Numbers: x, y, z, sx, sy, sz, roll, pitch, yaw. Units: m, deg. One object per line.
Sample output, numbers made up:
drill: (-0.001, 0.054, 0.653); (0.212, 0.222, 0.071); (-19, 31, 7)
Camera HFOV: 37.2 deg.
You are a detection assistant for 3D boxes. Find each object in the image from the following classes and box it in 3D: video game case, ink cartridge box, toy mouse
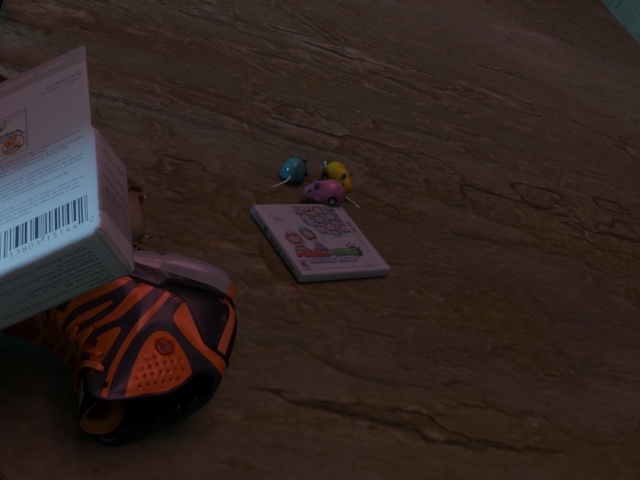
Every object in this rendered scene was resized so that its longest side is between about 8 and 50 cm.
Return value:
video game case: (0.000, 0.000, 1.312); (0.157, 0.019, 0.143); (-3, 43, -39)
ink cartridge box: (-0.321, -0.025, 0.866); (0.066, 0.296, 0.261); (60, 10, -46)
toy mouse: (-0.009, -0.093, 1.407); (0.143, 0.031, 0.161); (-2, 32, -34)

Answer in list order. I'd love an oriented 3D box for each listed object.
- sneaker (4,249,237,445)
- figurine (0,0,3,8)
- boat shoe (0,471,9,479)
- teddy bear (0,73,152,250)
sneaker: (-0.242, 0.088, 0.909); (0.320, 0.125, 0.180); (8, 50, -5)
figurine: (-0.548, -0.381, 1.334); (0.209, 0.092, 0.215); (25, 31, -23)
boat shoe: (-0.184, 0.282, 0.654); (0.104, 0.111, 0.307); (-41, 69, -19)
teddy bear: (-0.329, -0.082, 1.057); (0.338, 0.113, 0.245); (34, 10, 17)
